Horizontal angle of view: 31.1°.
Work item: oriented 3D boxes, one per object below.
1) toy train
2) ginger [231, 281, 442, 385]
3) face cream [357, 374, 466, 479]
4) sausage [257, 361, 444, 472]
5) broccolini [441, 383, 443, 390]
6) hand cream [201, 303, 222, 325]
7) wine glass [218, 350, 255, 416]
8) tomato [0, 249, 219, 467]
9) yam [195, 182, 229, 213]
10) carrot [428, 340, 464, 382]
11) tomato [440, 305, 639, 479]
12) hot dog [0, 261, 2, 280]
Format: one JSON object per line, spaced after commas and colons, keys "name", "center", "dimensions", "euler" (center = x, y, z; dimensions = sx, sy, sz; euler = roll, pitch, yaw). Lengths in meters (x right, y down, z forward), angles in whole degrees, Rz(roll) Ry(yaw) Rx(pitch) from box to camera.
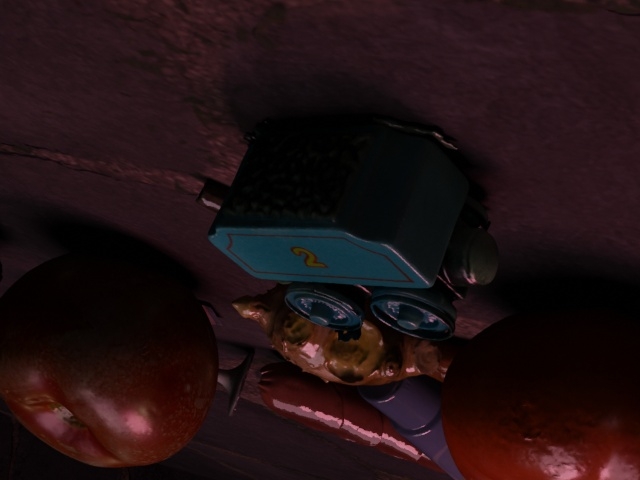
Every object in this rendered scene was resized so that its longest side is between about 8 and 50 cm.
{"name": "toy train", "center": [0.024, -0.008, 0.847], "dimensions": [0.203, 0.112, 0.163], "euler": [-2, 148, 41]}
{"name": "ginger", "center": [0.015, 0.085, 1.149], "dimensions": [0.216, 0.102, 0.157], "euler": [18, -170, -16]}
{"name": "face cream", "center": [0.172, 0.242, 1.468], "dimensions": [0.385, 0.135, 0.086], "euler": [40, -169, -45]}
{"name": "sausage", "center": [0.111, 0.263, 1.617], "dimensions": [0.433, 0.088, 0.088], "euler": [21, 162, -9]}
{"name": "broccolini", "center": [0.207, 0.182, 1.373], "dimensions": [0.194, 0.054, 0.052], "euler": [23, -167, -35]}
{"name": "hand cream", "center": [-0.232, 0.084, 1.486], "dimensions": [0.210, 0.043, 0.067], "euler": [8, 156, 14]}
{"name": "wine glass", "center": [-0.242, 0.130, 1.530], "dimensions": [0.310, 0.096, 0.264], "euler": [20, 164, -2]}
{"name": "tomato", "center": [-0.244, 0.127, 1.332], "dimensions": [0.270, 0.222, 0.270], "euler": [20, 143, 15]}
{"name": "yam", "center": [-0.001, 0.001, 1.037], "dimensions": [0.234, 0.029, 0.027], "euler": [22, -156, -15]}
{"name": "carrot", "center": [0.155, 0.135, 1.244], "dimensions": [0.210, 0.061, 0.061], "euler": [16, 163, 19]}
{"name": "tomato", "center": [0.238, 0.155, 1.008], "dimensions": [0.260, 0.180, 0.260], "euler": [14, 162, 5]}
{"name": "hot dog", "center": [-0.466, 0.024, 1.449], "dimensions": [0.146, 0.103, 0.213], "euler": [47, 144, -16]}
